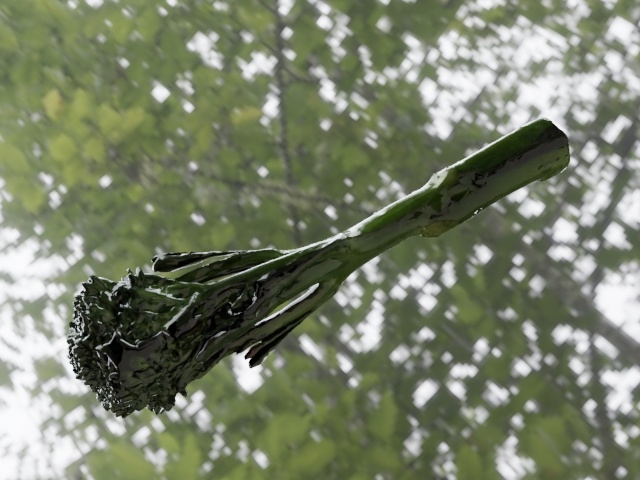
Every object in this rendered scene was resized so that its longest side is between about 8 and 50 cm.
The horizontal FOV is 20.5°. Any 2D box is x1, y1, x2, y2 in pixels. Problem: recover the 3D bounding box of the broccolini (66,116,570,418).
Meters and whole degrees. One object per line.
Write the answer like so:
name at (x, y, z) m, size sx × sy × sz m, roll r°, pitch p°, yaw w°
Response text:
broccolini at (0.000, 0.000, 0.437) m, size 0.140 × 0.035 × 0.030 m, roll -29°, pitch -21°, yaw -20°
